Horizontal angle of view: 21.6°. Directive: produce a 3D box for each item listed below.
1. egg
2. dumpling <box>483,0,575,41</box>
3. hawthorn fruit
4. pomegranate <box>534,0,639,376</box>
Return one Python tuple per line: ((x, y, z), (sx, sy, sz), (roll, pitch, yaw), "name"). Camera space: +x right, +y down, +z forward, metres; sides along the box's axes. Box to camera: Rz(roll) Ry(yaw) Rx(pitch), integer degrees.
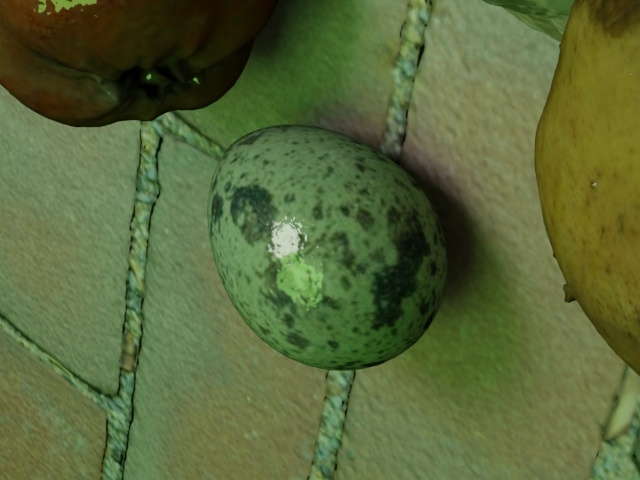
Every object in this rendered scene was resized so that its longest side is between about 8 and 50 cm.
((0.000, 0.000, 1.005), (0.172, 0.132, 0.132), (49, 138, 26), "egg")
((0.063, -0.202, 0.825), (0.227, 0.175, 0.243), (-145, 54, -69), "dumpling")
((-0.132, -0.195, 1.005), (0.199, 0.199, 0.251), (-42, 64, 49), "hawthorn fruit")
((0.222, -0.051, 0.647), (0.281, 0.281, 0.281), (24, 127, 36), "pomegranate")
